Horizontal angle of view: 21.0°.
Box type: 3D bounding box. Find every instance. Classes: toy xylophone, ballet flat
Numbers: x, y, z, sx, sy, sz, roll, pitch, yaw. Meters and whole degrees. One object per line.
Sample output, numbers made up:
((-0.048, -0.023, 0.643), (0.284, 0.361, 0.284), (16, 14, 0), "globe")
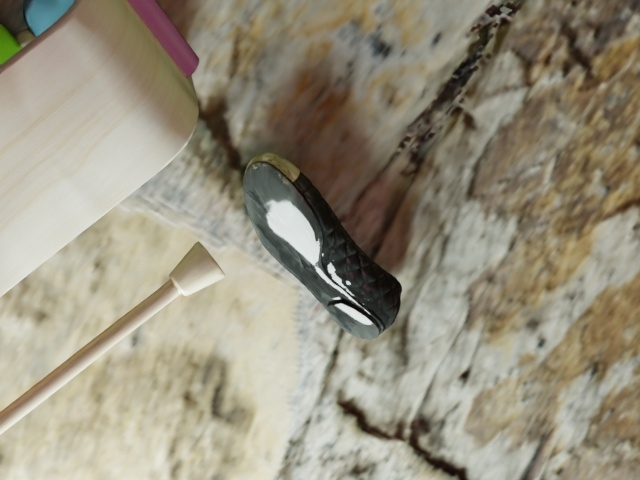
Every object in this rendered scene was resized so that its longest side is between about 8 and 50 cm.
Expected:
((-0.201, -0.015, 1.037), (0.322, 0.081, 0.236), (-32, 124, -7), "toy xylophone")
((0.000, 0.000, 1.170), (0.173, 0.057, 0.049), (54, 46, -36), "ballet flat")
